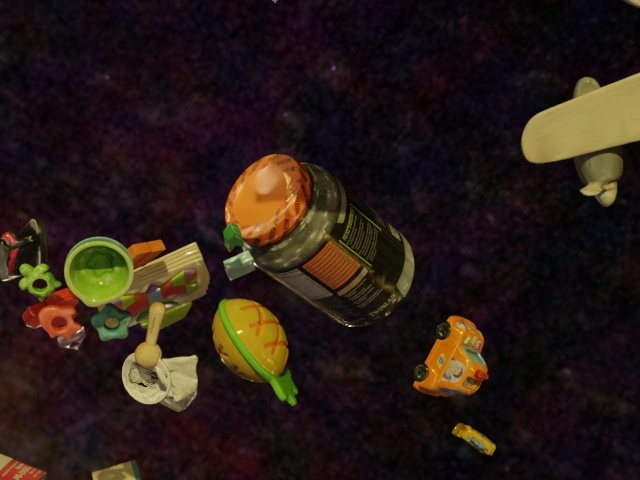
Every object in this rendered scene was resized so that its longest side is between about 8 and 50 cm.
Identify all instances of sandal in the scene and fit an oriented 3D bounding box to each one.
[{"bbox_3d":[-0.384,0.018,1.329,0.040,0.067,0.179,-1,169,-36],"label":"sandal"}]

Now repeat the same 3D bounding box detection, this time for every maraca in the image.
[{"bbox_3d":[-0.091,0.163,1.559,0.185,0.099,0.127,54,-167,-10],"label":"maraca"}]

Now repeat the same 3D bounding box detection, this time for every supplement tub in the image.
[{"bbox_3d":[0.000,0.000,1.870,0.207,0.207,0.338,10,159,44],"label":"supplement tub"}]

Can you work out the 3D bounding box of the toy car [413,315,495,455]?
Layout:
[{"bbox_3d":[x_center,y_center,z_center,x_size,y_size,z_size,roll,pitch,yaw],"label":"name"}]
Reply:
[{"bbox_3d":[0.108,0.103,0.726,0.040,0.060,0.122,30,166,42],"label":"toy car"}]

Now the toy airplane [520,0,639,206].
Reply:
[{"bbox_3d":[0.496,-0.172,1.306,0.386,0.384,0.272,30,175,18],"label":"toy airplane"}]

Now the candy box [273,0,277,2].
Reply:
[{"bbox_3d":[-0.048,-0.506,1.679,0.165,0.196,0.070,49,177,-11],"label":"candy box"}]

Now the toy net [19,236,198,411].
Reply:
[{"bbox_3d":[-0.210,0.104,1.097,0.232,0.122,0.045,61,-179,-24],"label":"toy net"}]

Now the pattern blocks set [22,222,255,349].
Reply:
[{"bbox_3d":[-0.253,0.076,1.587,0.026,0.325,0.285,61,180,22],"label":"pattern blocks set"}]

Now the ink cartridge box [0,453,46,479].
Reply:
[{"bbox_3d":[-0.538,0.373,1.500,0.237,0.172,0.100,22,-174,0],"label":"ink cartridge box"}]

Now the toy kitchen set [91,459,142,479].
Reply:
[{"bbox_3d":[-0.250,0.424,1.554,0.166,0.122,0.207,133,122,-74],"label":"toy kitchen set"}]
